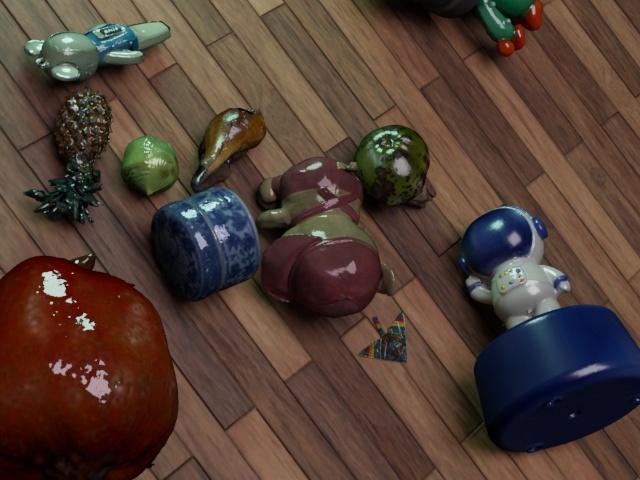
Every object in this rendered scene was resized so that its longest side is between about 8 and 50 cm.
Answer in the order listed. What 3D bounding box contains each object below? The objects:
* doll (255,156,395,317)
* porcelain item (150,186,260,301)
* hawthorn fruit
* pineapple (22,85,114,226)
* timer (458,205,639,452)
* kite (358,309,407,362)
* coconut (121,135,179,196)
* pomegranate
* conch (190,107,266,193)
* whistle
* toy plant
[{"bbox_3d":[0.001,0.002,1.833,0.196,0.152,0.256,-12,56,1],"label":"doll"},{"bbox_3d":[-0.169,0.005,1.743,0.114,0.147,0.147,-22,81,-31],"label":"porcelain item"},{"bbox_3d":[-0.328,0.173,1.522,0.295,0.295,0.311,-21,80,-33],"label":"hawthorn fruit"},{"bbox_3d":[-0.353,-0.129,1.736,0.103,0.083,0.221,25,59,-35],"label":"pineapple"},{"bbox_3d":[0.333,0.114,1.933,0.270,0.270,0.384,-2,56,-29],"label":"timer"},{"bbox_3d":[0.108,0.159,1.911,0.122,0.004,0.090,-35,89,-34],"label":"kite"},{"bbox_3d":[-0.251,-0.107,1.785,0.087,0.088,0.096,10,61,-24],"label":"coconut"},{"bbox_3d":[0.134,-0.115,1.966,0.163,0.125,0.138,21,49,-20],"label":"pomegranate"},{"bbox_3d":[-0.149,-0.147,1.852,0.080,0.086,0.233,32,54,14],"label":"conch"},{"bbox_3d":[-0.328,-0.289,1.826,0.235,0.077,0.114,-24,50,-39],"label":"whistle"},{"bbox_3d":[0.255,-0.490,2.160,0.400,0.185,0.279,6,38,-34],"label":"toy plant"}]
